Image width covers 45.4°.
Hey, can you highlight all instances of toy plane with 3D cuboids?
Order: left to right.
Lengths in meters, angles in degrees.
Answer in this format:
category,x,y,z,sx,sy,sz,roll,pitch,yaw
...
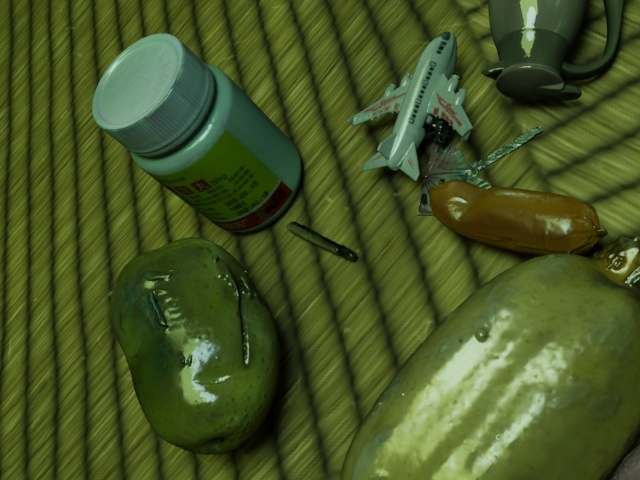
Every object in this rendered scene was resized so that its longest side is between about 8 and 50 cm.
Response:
category,x,y,z,sx,sy,sz,roll,pitch,yaw
toy plane,0.108,-0.145,0.819,0.162,0.065,0.171,17,71,45

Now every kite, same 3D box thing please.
category,x,y,z,sx,sy,sz,roll,pitch,yaw
kite,0.158,-0.077,0.792,0.152,0.005,0.137,-39,51,8

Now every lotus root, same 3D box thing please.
category,x,y,z,sx,sy,sz,roll,pitch,yaw
lotus root,0.157,0.122,0.595,0.342,0.151,0.169,-48,56,-4

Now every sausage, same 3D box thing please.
category,x,y,z,sx,sy,sz,roll,pitch,yaw
sausage,0.179,-0.020,0.716,0.183,0.054,0.062,12,51,38

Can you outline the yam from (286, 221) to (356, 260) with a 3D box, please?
category,x,y,z,sx,sy,sz,roll,pitch,yaw
yam,0.000,0.000,0.847,0.107,0.014,0.014,27,82,40

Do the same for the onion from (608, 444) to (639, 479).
category,x,y,z,sx,sy,sz,roll,pitch,yaw
onion,0.251,0.259,0.458,0.227,0.120,0.283,31,96,23

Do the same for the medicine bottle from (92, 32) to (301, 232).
category,x,y,z,sx,sy,sz,roll,pitch,yaw
medicine bottle,-0.130,-0.113,0.856,0.139,0.225,0.139,-16,57,25

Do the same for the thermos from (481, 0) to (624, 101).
category,x,y,z,sx,sy,sz,roll,pitch,yaw
thermos,0.236,-0.232,0.773,0.137,0.105,0.193,9,72,3

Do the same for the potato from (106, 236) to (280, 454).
category,x,y,z,sx,sy,sz,roll,pitch,yaw
potato,-0.130,0.101,0.793,0.169,0.143,0.248,-41,50,21
